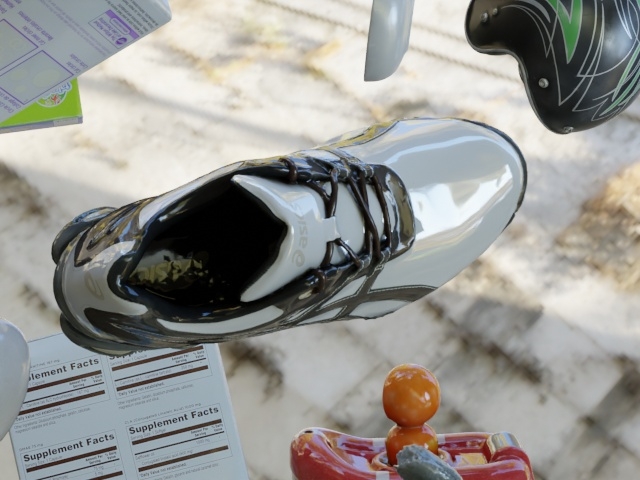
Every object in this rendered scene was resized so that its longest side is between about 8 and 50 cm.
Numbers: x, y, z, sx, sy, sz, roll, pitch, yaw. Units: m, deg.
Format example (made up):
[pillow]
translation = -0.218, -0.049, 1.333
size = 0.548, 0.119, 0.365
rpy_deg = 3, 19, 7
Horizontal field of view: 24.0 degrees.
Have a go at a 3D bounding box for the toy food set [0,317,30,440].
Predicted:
[toy food set]
translation = -0.181, 0.028, 0.616
size = 0.306, 0.092, 0.220
rpy_deg = 46, -5, 25

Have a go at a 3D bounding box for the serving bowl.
[serving bowl]
translation = 0.047, -0.145, 0.998
size = 0.027, 0.083, 0.083
rpy_deg = 9, -53, 2

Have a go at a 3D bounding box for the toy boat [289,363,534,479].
[toy boat]
translation = 0.085, 0.192, 1.441
size = 0.231, 0.151, 0.151
rpy_deg = -3, -82, 0

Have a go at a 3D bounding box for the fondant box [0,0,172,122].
[fondant box]
translation = -0.317, -0.174, 1.174
size = 0.330, 0.238, 0.096
rpy_deg = -30, -117, 10

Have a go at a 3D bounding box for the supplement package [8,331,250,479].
[supplement package]
translation = -0.127, 0.165, 1.060
size = 0.194, 0.149, 0.203
rpy_deg = 108, -32, -79

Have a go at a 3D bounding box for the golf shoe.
[golf shoe]
translation = 0.000, 0.000, 0.566
size = 0.094, 0.198, 0.077
rpy_deg = 169, -97, -73

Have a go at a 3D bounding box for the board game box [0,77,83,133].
[board game box]
translation = -0.423, -0.210, 1.494
size = 0.078, 0.347, 0.233
rpy_deg = 173, -91, -81

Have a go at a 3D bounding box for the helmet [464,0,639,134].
[helmet]
translation = 0.232, -0.187, 1.384
size = 0.161, 0.169, 0.169
rpy_deg = 38, -43, 39

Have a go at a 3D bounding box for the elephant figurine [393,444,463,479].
[elephant figurine]
translation = 0.082, 0.293, 0.954
size = 0.239, 0.169, 0.186
rpy_deg = -53, -141, 9
